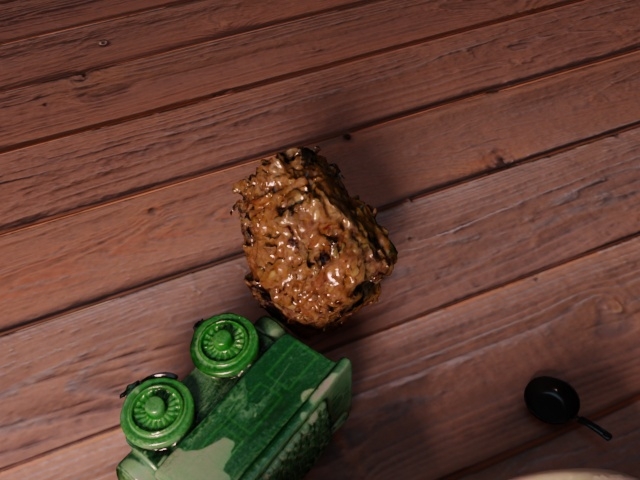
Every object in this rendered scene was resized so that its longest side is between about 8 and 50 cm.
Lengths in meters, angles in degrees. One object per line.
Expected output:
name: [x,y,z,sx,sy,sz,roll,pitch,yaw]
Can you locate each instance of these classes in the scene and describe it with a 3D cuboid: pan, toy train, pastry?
pan: [0.309,0.217,0.838,0.068,0.023,0.115,-34,50,-27]
toy train: [-0.103,0.211,0.790,0.201,0.145,0.266,28,56,24]
pastry: [0.000,0.000,0.904,0.192,0.275,0.275,-13,43,17]

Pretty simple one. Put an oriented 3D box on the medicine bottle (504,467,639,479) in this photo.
medicine bottle: [0.233,0.405,0.529,0.219,0.219,0.388,-5,47,0]
